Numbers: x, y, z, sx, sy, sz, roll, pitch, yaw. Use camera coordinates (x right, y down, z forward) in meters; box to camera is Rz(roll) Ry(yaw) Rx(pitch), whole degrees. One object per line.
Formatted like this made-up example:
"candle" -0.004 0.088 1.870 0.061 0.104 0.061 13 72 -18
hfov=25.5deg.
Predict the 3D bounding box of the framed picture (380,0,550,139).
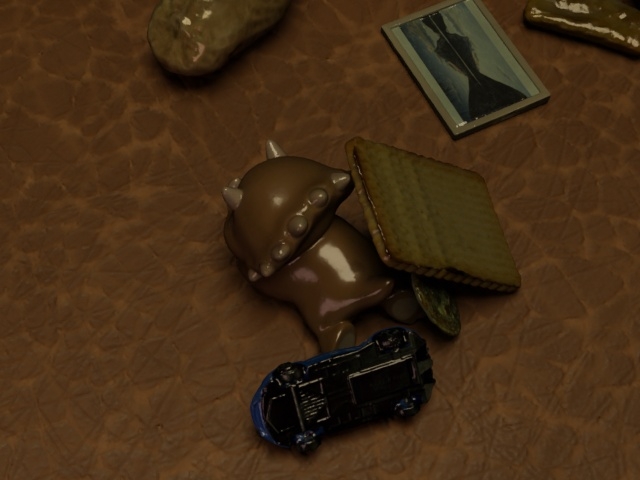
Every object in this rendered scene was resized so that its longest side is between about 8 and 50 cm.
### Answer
"framed picture" 0.192 -0.237 1.887 0.150 0.015 0.203 -22 63 -15

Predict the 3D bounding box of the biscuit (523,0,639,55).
"biscuit" 0.378 -0.345 1.949 0.174 0.039 0.183 14 60 7

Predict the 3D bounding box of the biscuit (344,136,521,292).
"biscuit" 0.132 -0.026 1.663 0.254 0.029 0.172 14 51 -45

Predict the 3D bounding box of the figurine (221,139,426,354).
"figurine" -0.006 -0.001 1.643 0.177 0.173 0.247 -29 64 -19

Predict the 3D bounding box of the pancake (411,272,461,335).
"pancake" 0.136 0.062 1.667 0.017 0.108 0.108 -25 57 23

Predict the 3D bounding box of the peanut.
"peanut" -0.115 -0.314 1.846 0.253 0.137 0.122 -38 70 -25

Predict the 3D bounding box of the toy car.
"toy car" 0.024 0.166 1.600 0.216 0.063 0.103 -17 104 -11
